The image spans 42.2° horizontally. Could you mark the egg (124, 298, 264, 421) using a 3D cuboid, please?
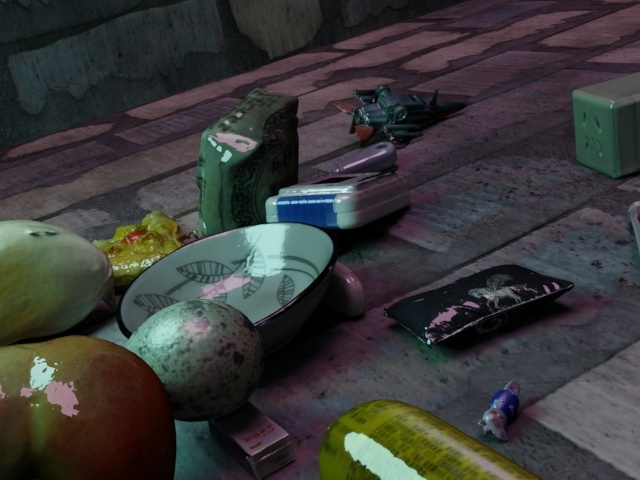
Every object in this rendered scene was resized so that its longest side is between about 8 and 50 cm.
[{"bbox_3d":[-0.143,0.132,0.907,0.172,0.132,0.132,-11,21,26],"label":"egg"}]

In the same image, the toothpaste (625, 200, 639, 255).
[{"bbox_3d":[0.435,0.031,1.050,0.075,0.048,0.301,16,31,-1],"label":"toothpaste"}]

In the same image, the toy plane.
[{"bbox_3d":[0.203,-0.300,1.910,0.326,0.104,0.223,-16,49,-18],"label":"toy plane"}]

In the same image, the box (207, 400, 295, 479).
[{"bbox_3d":[-0.078,0.212,0.904,0.050,0.036,0.117,-26,25,-27],"label":"box"}]

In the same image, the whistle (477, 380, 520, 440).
[{"bbox_3d":[0.191,0.175,0.860,0.033,0.029,0.083,34,44,11],"label":"whistle"}]

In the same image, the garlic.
[{"bbox_3d":[-0.489,0.091,1.252,0.249,0.286,0.313,41,49,8],"label":"garlic"}]

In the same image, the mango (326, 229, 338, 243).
[{"bbox_3d":[0.000,0.000,1.366,0.060,0.046,0.089,-10,19,7],"label":"mango"}]

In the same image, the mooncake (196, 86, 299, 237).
[{"bbox_3d":[-0.116,-0.116,1.459,0.136,0.250,0.254,17,35,15],"label":"mooncake"}]

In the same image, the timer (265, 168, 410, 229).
[{"bbox_3d":[0.034,-0.074,1.421,0.178,0.078,0.253,0,12,27],"label":"timer"}]

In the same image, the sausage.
[{"bbox_3d":[0.112,0.222,0.657,0.123,0.123,0.347,-24,25,-26],"label":"sausage"}]

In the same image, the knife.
[{"bbox_3d":[0.008,-0.117,1.671,0.331,0.044,0.080,-25,31,-13],"label":"knife"}]

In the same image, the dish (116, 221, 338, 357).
[{"bbox_3d":[-0.114,0.089,1.130,0.316,0.106,0.316,-14,24,6],"label":"dish"}]

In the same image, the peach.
[{"bbox_3d":[-0.258,0.206,0.771,0.252,0.253,0.252,-11,22,4],"label":"peach"}]

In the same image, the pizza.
[{"bbox_3d":[-0.334,0.007,1.500,0.279,0.075,0.288,-8,23,11],"label":"pizza"}]

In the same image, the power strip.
[{"bbox_3d":[0.570,-0.214,1.447,0.224,0.140,0.139,-16,21,-10],"label":"power strip"}]

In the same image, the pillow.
[{"bbox_3d":[0.200,0.078,1.059,0.208,0.055,0.141,-18,14,-16],"label":"pillow"}]

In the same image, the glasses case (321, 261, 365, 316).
[{"bbox_3d":[0.015,0.060,1.187,0.041,0.063,0.164,-20,22,-23],"label":"glasses case"}]
